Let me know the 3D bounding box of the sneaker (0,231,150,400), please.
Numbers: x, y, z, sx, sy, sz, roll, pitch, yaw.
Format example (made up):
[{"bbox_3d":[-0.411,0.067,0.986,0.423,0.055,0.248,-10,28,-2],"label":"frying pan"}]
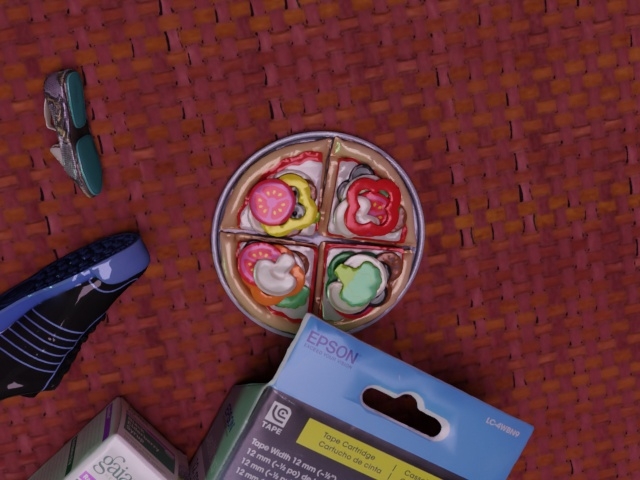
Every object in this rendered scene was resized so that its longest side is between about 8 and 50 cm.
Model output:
[{"bbox_3d":[-0.241,0.080,0.985,0.232,0.081,0.090,-29,109,7],"label":"sneaker"}]

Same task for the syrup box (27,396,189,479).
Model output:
[{"bbox_3d":[-0.238,0.266,1.021,0.237,0.096,0.093,-42,106,5],"label":"syrup box"}]

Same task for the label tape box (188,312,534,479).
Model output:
[{"bbox_3d":[0.002,0.256,1.046,0.249,0.115,0.348,27,97,-14],"label":"label tape box"}]

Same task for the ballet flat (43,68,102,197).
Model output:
[{"bbox_3d":[-0.220,-0.093,0.965,0.041,0.041,0.114,-10,105,-5],"label":"ballet flat"}]

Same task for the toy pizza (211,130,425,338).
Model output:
[{"bbox_3d":[0.000,0.000,1.018,0.201,0.032,0.201,-2,105,-8],"label":"toy pizza"}]
